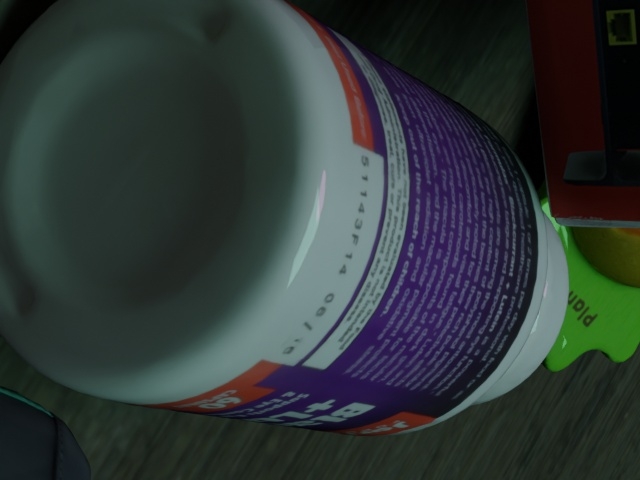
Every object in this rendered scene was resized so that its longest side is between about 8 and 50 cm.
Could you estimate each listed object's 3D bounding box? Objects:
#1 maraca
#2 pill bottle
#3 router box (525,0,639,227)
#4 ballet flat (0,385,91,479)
[{"bbox_3d":[0.144,-0.026,0.673,0.127,0.099,0.185,40,92,-30],"label":"maraca"},{"bbox_3d":[0.000,0.000,0.454,0.193,0.108,0.108,19,94,-59],"label":"pill bottle"},{"bbox_3d":[0.174,-0.189,0.532,0.335,0.082,0.301,-25,111,-49],"label":"router box"},{"bbox_3d":[-0.139,0.105,0.362,0.203,0.074,0.074,-47,145,-19],"label":"ballet flat"}]
